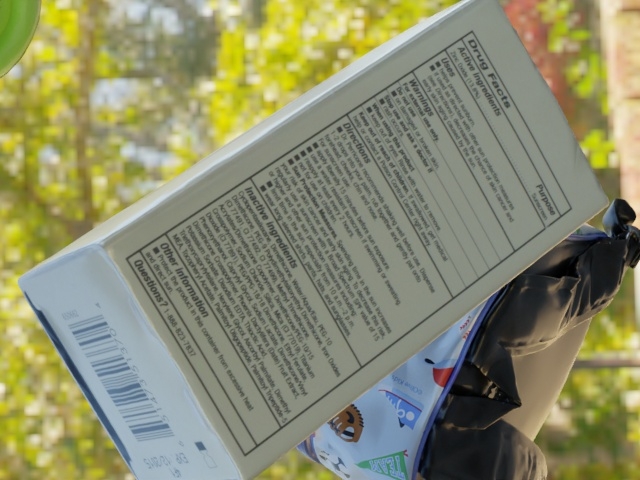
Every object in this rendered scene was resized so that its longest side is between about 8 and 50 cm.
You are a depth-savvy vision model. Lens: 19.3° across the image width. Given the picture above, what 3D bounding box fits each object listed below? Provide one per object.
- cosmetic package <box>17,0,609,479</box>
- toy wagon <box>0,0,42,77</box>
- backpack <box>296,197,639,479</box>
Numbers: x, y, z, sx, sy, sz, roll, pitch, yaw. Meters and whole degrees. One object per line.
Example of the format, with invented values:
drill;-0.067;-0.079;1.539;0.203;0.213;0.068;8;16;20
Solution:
cosmetic package;0.000;0.000;1.061;0.153;0.296;0.129;60;150;-7
toy wagon;-0.223;-0.024;0.703;0.068;0.267;0.344;-2;-69;-45
backpack;0.084;0.069;1.318;0.263;0.213;0.276;11;-81;-75
